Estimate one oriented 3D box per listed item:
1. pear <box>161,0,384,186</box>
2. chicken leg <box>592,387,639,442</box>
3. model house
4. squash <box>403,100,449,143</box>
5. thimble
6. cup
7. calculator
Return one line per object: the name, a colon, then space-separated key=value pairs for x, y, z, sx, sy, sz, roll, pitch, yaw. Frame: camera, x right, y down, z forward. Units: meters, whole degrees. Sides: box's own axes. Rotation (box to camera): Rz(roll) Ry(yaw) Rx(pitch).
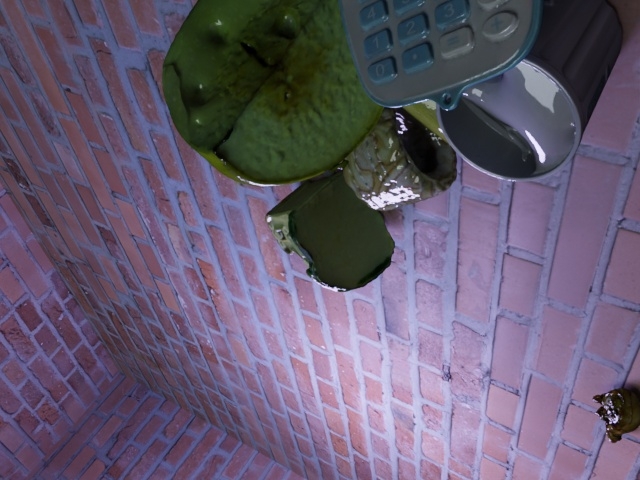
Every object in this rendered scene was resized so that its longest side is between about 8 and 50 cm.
pear: x=-0.071 y=-0.259 z=0.976 sx=0.318 sy=0.342 sz=0.238 roll=37 pitch=-179 yaw=43
chicken leg: x=0.567 y=0.340 z=1.288 sx=0.093 sy=0.070 sz=0.178 roll=24 pitch=155 yaw=32
model house: x=0.000 y=0.000 z=1.315 sx=0.189 sy=0.195 sz=0.214 roll=-3 pitch=127 yaw=56
squash: x=0.205 y=-0.183 z=0.940 sx=0.186 sy=0.123 sz=0.123 roll=41 pitch=148 yaw=-2
thimble: x=0.115 y=-0.146 z=1.061 sx=0.143 sy=0.137 sz=0.191 roll=-16 pitch=104 yaw=55
cup: x=0.259 y=-0.209 z=0.773 sx=0.166 sy=0.202 sz=0.221 roll=33 pitch=147 yaw=9
calculator: x=0.116 y=-0.329 z=0.716 sx=0.256 sy=0.054 sz=0.387 roll=-10 pitch=84 yaw=43
